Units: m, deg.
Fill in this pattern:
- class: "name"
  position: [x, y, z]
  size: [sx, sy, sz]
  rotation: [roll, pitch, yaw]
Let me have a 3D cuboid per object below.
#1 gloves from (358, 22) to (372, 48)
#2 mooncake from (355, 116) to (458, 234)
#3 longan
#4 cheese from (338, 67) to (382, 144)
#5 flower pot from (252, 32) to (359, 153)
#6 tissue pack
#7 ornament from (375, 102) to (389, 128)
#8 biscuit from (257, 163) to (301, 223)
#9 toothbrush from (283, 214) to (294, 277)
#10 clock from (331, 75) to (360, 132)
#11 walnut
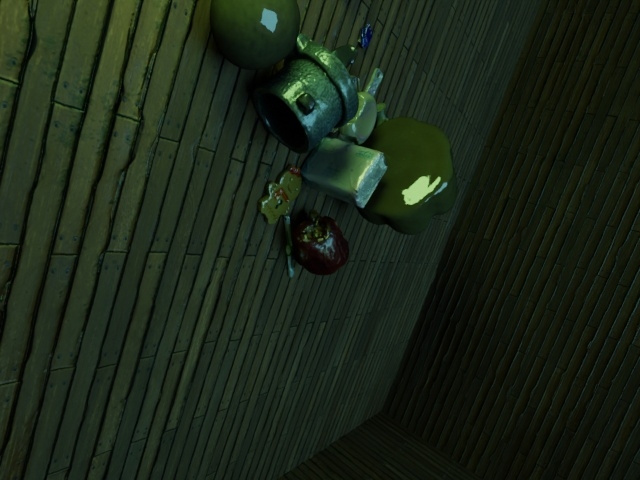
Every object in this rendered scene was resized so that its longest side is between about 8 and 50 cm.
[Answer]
- class: "gloves"
  position: [0.170, -0.769, 1.547]
  size: [0.086, 0.026, 0.064]
  rotation: [-57, 144, -13]
- class: "mooncake"
  position: [0.337, -0.264, 1.717]
  size: [0.467, 0.466, 0.262]
  rotation: [-61, 154, -8]
- class: "longan"
  position: [-0.162, -0.551, 1.048]
  size: [0.248, 0.248, 0.248]
  rotation: [-33, 135, -40]
- class: "cheese"
  position: [0.160, -0.499, 1.523]
  size: [0.163, 0.082, 0.287]
  rotation: [19, 93, -57]
- class: "flower pot"
  position: [-0.032, -0.453, 1.239]
  size: [0.283, 0.299, 0.299]
  rotation: [-44, 142, -17]
- class: "tissue pack"
  position: [0.082, -0.259, 1.521]
  size: [0.202, 0.271, 0.124]
  rotation: [-59, 149, -10]
- class: "ornament"
  position: [0.274, -0.517, 1.811]
  size: [0.075, 0.081, 0.156]
  rotation: [-48, 139, -19]
- class: "biscuit"
  position: [-0.136, -0.167, 1.489]
  size: [0.226, 0.036, 0.166]
  rotation: [-53, 144, -20]
- class: "toothbrush"
  position: [-0.125, 0.028, 1.632]
  size: [0.030, 0.030, 0.304]
  rotation: [-37, 139, -37]
- class: "clock"
  position: [0.068, -0.507, 1.525]
  size: [0.193, 0.073, 0.145]
  rotation: [-44, 142, -29]
- class: "walnut"
  position: [0.000, 0.000, 1.628]
  size: [0.269, 0.221, 0.244]
  rotation: [80, 7, -55]
